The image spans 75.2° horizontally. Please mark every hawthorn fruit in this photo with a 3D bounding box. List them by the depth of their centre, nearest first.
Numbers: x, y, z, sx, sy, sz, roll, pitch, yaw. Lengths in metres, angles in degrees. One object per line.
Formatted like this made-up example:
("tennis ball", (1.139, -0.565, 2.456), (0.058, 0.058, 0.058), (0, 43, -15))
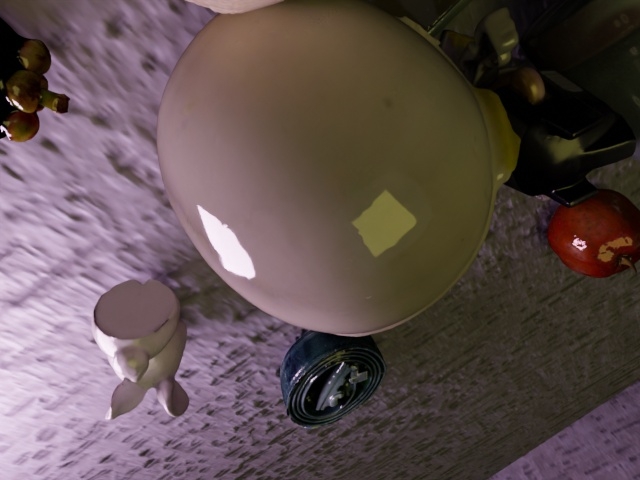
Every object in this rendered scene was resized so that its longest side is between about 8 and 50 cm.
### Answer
("hawthorn fruit", (0.579, -0.005, 0.852), (0.179, 0.200, 0.179), (-7, 124, -10))

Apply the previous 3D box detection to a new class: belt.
("belt", (0.016, 0.294, 0.901), (0.206, 0.116, 0.267), (26, 109, -31))

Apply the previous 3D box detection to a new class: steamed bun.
("steamed bun", (0.001, -0.081, 0.457), (0.334, 0.374, 0.334), (-42, 167, -12))

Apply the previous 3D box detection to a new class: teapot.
("teapot", (0.457, -0.237, 0.568), (0.233, 0.315, 0.312), (-38, 102, 25))

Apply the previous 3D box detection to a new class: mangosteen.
("mangosteen", (-0.337, -0.162, 0.416), (0.151, 0.137, 0.137), (12, 119, -21))

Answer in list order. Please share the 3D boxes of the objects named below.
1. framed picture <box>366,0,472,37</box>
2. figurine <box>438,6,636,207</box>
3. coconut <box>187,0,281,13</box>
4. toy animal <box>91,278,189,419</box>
("framed picture", (0.106, -0.352, 0.527), (0.274, 0.017, 0.217), (-41, 128, 10))
("figurine", (0.257, -0.160, 0.561), (0.308, 0.308, 0.143), (26, 117, -34))
("coconut", (-0.037, -0.353, 0.257), (0.360, 0.346, 0.346), (-26, 130, -10))
("toy animal", (-0.277, 0.170, 0.653), (0.127, 0.178, 0.193), (-3, 124, -17))
